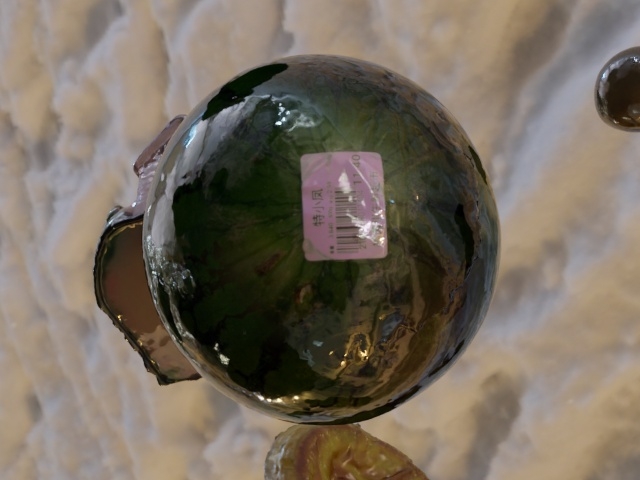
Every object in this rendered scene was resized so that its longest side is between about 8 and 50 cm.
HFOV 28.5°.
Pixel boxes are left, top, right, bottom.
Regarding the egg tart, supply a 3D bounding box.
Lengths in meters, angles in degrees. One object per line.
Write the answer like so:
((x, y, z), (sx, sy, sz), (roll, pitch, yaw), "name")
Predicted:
((0.042, 0.368, 1.681), (0.295, 0.295, 0.116), (52, 124, 25), "egg tart")

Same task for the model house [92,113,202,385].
((-0.143, -0.004, 1.460), (0.237, 0.202, 0.237), (58, -166, -30), "model house")

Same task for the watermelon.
((0.000, 0.000, 1.160), (0.363, 0.363, 0.363), (28, 127, 44), "watermelon")

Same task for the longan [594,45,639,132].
((0.371, -0.178, 1.445), (0.106, 0.119, 0.106), (50, 163, 21), "longan")
